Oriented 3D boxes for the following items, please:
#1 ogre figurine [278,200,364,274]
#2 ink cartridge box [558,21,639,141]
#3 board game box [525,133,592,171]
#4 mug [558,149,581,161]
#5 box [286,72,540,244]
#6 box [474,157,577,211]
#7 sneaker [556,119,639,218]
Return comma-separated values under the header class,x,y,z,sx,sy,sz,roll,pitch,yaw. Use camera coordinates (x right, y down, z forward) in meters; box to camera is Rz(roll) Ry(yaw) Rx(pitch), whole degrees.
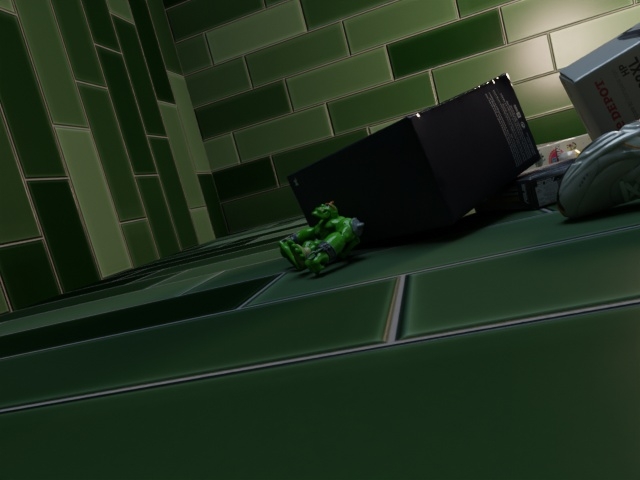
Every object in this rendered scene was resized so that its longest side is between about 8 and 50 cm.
class,x,y,z,sx,sy,sz,roll,pitch,yaw
ogre figurine,0.000,0.000,0.785,0.118,0.096,0.197,-35,-5,-13
ink cartridge box,0.647,-0.297,0.846,0.308,0.223,0.129,-30,17,26
board game box,0.522,-0.189,1.224,0.304,0.097,0.224,-18,8,-20
mug,0.606,-0.184,1.106,0.078,0.064,0.062,-16,5,-11
box,0.169,-0.137,0.891,0.313,0.178,0.343,-30,9,-35
box,0.436,-0.111,0.881,0.231,0.056,0.183,-17,5,-14
sneaker,0.422,-0.090,0.550,0.263,0.121,0.099,-33,-40,19
